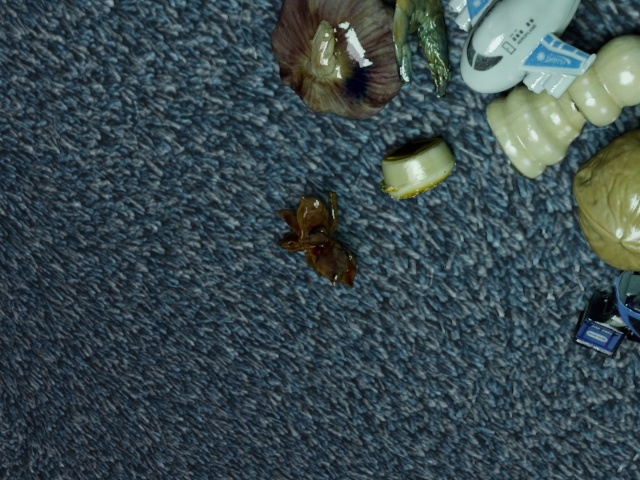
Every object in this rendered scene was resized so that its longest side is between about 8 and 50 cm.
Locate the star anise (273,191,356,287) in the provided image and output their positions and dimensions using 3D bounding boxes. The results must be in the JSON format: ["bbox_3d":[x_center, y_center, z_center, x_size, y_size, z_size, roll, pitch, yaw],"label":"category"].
[{"bbox_3d":[0.000,0.006,1.791,0.196,0.111,0.212,60,155,18],"label":"star anise"}]

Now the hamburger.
[{"bbox_3d":[0.161,-0.120,1.625,0.141,0.126,0.081,-13,107,25],"label":"hamburger"}]

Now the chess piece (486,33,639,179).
[{"bbox_3d":[0.397,-0.213,1.457,0.261,0.143,0.143,-30,107,30],"label":"chess piece"}]

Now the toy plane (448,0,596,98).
[{"bbox_3d":[0.300,-0.329,1.395,0.266,0.122,0.267,0,90,36],"label":"toy plane"}]

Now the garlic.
[{"bbox_3d":[0.023,-0.299,1.529,0.245,0.160,0.245,17,131,21],"label":"garlic"}]

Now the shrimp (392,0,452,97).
[{"bbox_3d":[0.154,-0.301,1.486,0.051,0.150,0.217,3,130,33],"label":"shrimp"}]

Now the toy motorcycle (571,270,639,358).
[{"bbox_3d":[0.632,0.167,1.623,0.358,0.125,0.213,24,138,10],"label":"toy motorcycle"}]

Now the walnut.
[{"bbox_3d":[0.491,-0.061,1.454,0.228,0.228,0.228,12,127,16],"label":"walnut"}]
